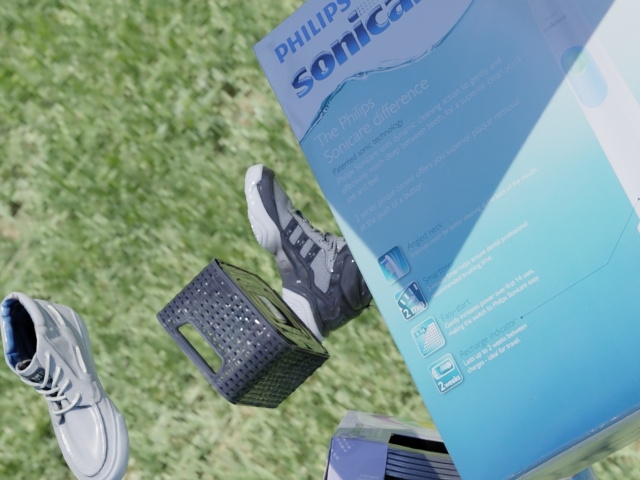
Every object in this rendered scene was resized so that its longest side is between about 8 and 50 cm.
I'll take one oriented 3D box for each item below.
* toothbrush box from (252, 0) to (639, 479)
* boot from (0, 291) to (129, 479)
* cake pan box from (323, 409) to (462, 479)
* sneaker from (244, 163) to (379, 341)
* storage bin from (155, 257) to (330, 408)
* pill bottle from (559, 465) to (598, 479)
[{"bbox_3d":[0.126,-0.042,0.778,0.216,0.126,0.295,-37,69,29],"label":"toothbrush box"},{"bbox_3d":[-0.324,0.182,1.742,0.095,0.123,0.258,-36,59,15],"label":"boot"},{"bbox_3d":[0.136,0.274,1.772,0.245,0.267,0.070,6,91,7],"label":"cake pan box"},{"bbox_3d":[0.000,0.000,2.023,0.153,0.101,0.269,-22,88,11],"label":"sneaker"},{"bbox_3d":[-0.075,0.096,1.449,0.084,0.180,0.122,-43,74,4],"label":"storage bin"},{"bbox_3d":[0.327,0.311,1.966,0.087,0.160,0.087,-14,45,14],"label":"pill bottle"}]
